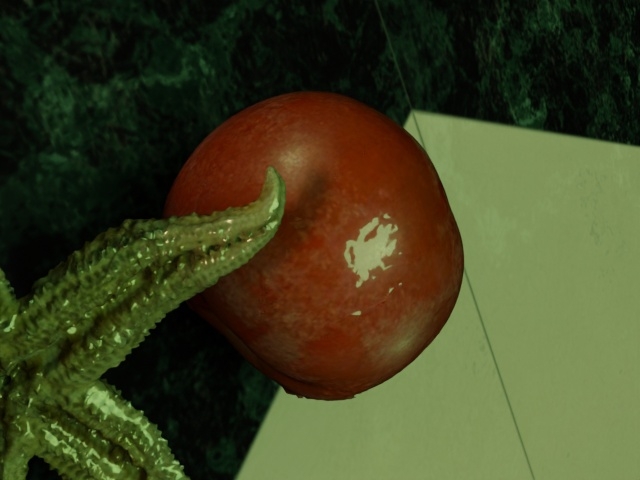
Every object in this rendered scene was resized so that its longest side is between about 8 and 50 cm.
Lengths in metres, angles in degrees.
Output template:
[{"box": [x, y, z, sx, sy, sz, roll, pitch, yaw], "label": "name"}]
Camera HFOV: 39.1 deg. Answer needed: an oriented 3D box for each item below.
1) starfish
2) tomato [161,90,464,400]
[{"box": [-0.188, 0.096, 0.497, 0.347, 0.078, 0.357, 13, 103, -26], "label": "starfish"}, {"box": [0.000, 0.000, 0.621, 0.184, 0.208, 0.208, -49, 123, -14], "label": "tomato"}]
